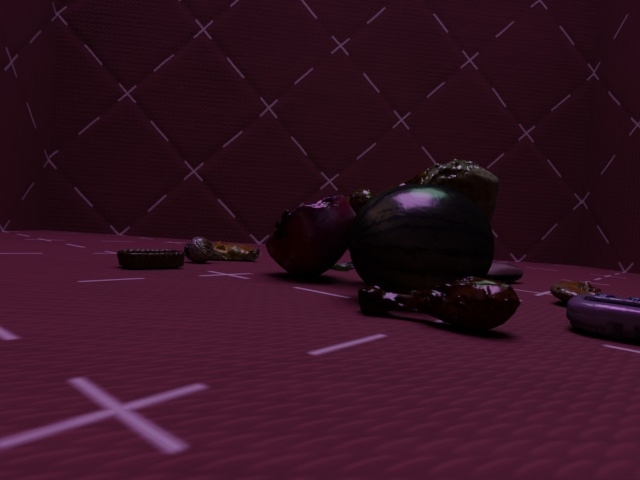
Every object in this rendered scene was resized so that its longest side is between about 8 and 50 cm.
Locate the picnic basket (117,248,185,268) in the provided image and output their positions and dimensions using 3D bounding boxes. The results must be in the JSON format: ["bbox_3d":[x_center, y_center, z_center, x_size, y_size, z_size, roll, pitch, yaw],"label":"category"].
[{"bbox_3d":[-0.519,0.057,1.404,0.110,0.055,0.193,7,3,44],"label":"picnic basket"}]

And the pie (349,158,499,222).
[{"bbox_3d":[0.311,-0.033,1.331,0.417,0.395,0.180,-15,45,0],"label":"pie"}]

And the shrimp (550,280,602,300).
[{"bbox_3d":[0.744,0.153,1.275,0.154,0.062,0.294,21,15,38],"label":"shrimp"}]

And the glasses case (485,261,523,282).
[{"bbox_3d":[0.652,0.120,1.714,0.314,0.075,0.122,2,5,-44],"label":"glasses case"}]

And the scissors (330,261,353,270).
[{"bbox_3d":[0.100,0.101,1.838,0.101,0.027,0.204,9,6,30],"label":"scissors"}]

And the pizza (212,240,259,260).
[{"bbox_3d":[-0.409,0.041,1.861,0.279,0.075,0.287,4,1,33],"label":"pizza"}]

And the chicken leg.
[{"bbox_3d":[0.206,0.118,0.848,0.304,0.093,0.113,-4,-20,31],"label":"chicken leg"}]

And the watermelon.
[{"bbox_3d":[0.243,0.010,1.064,0.359,0.279,0.279,8,1,-16],"label":"watermelon"}]

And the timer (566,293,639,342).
[{"bbox_3d":[0.584,0.146,0.861,0.208,0.069,0.190,7,3,36],"label":"timer"}]

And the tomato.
[{"bbox_3d":[0.004,0.001,1.410,0.289,0.176,0.335,-20,-18,-36],"label":"tomato"}]

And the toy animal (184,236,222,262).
[{"bbox_3d":[-0.435,0.041,1.677,0.098,0.098,0.137,5,-15,34],"label":"toy animal"}]
